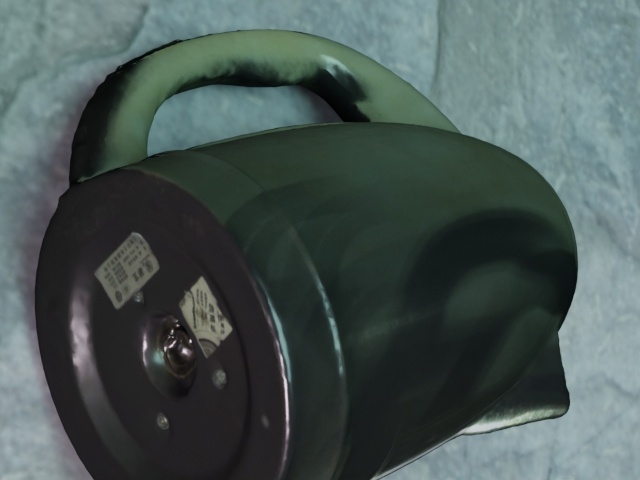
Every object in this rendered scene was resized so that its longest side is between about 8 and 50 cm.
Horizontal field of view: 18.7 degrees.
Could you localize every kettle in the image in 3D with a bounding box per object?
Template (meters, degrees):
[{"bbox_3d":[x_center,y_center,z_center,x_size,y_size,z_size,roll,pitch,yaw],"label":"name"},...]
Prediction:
[{"bbox_3d":[0.000,0.000,1.203,0.324,0.228,0.321,-16,65,-41],"label":"kettle"}]
